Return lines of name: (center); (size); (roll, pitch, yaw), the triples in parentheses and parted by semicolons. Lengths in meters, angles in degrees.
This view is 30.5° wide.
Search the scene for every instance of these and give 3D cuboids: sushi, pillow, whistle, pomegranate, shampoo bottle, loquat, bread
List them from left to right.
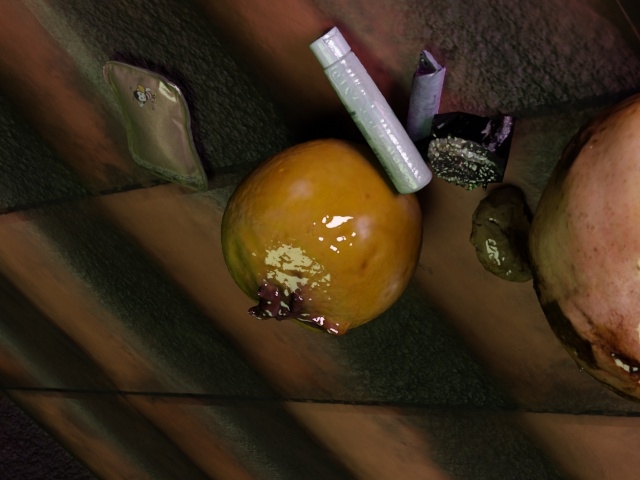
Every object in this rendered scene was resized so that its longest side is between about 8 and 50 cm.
pillow: (-0.210, -0.145, 1.527); (0.130, 0.033, 0.217); (22, 148, 19)
loquat: (0.000, 0.000, 1.343); (0.244, 0.244, 0.244); (24, 148, 16)
shampoo bottle: (0.052, -0.137, 1.248); (0.190, 0.041, 0.069); (56, -177, -9)
whistle: (0.109, -0.134, 1.249); (0.033, 0.033, 0.176); (24, 149, 14)
sushi: (0.155, -0.091, 1.233); (0.083, 0.056, 0.084); (13, 148, 9)
bread: (0.204, 0.001, 1.307); (0.060, 0.082, 0.113); (3, 135, 44)
pomegranate: (0.341, 0.008, 1.006); (0.322, 0.322, 0.322); (24, 148, 16)
